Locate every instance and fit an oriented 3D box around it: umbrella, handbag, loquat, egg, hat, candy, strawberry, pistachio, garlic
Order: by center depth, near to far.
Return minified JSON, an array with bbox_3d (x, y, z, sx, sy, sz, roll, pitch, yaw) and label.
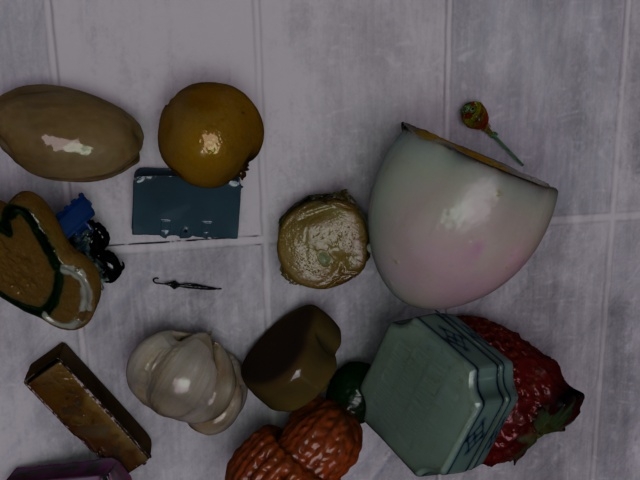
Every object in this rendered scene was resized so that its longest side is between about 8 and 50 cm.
[{"bbox_3d":[-0.487,-0.201,1.633,0.293,0.162,0.181,9,73,-11],"label":"pistachio"},{"bbox_3d":[-0.212,-0.202,1.659,0.208,0.208,0.208,-3,106,-10],"label":"loquat"},{"bbox_3d":[0.252,-0.019,1.715,0.355,0.354,0.339,19,102,-15],"label":"egg"},{"bbox_3d":[-0.276,-0.072,1.765,0.221,0.057,0.144,1,112,-12],"label":"handbag"},{"bbox_3d":[-0.265,0.288,1.799,0.281,0.185,0.203,31,82,-16],"label":"garlic"},{"bbox_3d":[-0.283,0.098,1.825,0.149,0.022,0.022,10,130,-13],"label":"umbrella"},{"bbox_3d":[0.375,-0.224,1.844,0.201,0.060,0.060,40,95,-25],"label":"candy"},{"bbox_3d":[0.010,0.456,1.845,0.400,0.285,0.285,-40,108,-3],"label":"hat"},{"bbox_3d":[0.386,0.335,1.907,0.292,0.310,0.291,-23,134,-26],"label":"strawberry"}]

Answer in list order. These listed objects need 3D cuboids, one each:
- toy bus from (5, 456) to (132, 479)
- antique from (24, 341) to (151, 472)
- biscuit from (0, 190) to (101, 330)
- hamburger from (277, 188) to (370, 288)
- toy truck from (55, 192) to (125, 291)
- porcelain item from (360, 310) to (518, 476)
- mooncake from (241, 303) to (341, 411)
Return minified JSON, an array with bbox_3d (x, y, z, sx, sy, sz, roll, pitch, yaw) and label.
[{"bbox_3d":[-0.535,0.536,1.822,0.274,0.090,0.112,-9,110,12],"label":"toy bus"},{"bbox_3d":[-0.488,0.367,1.828,0.093,0.087,0.310,-36,109,3],"label":"antique"},{"bbox_3d":[-0.570,0.028,1.640,0.344,0.057,0.287,33,132,-1],"label":"biscuit"},{"bbox_3d":[0.000,0.000,1.798,0.215,0.122,0.189,-29,102,2],"label":"hamburger"},{"bbox_3d":[-0.493,0.018,1.710,0.126,0.113,0.208,2,124,25],"label":"toy truck"},{"bbox_3d":[0.239,0.308,1.739,0.157,0.281,0.285,2,118,-42],"label":"porcelain item"},{"bbox_3d":[-0.061,0.258,1.810,0.235,0.235,0.117,-46,113,4],"label":"mooncake"}]
